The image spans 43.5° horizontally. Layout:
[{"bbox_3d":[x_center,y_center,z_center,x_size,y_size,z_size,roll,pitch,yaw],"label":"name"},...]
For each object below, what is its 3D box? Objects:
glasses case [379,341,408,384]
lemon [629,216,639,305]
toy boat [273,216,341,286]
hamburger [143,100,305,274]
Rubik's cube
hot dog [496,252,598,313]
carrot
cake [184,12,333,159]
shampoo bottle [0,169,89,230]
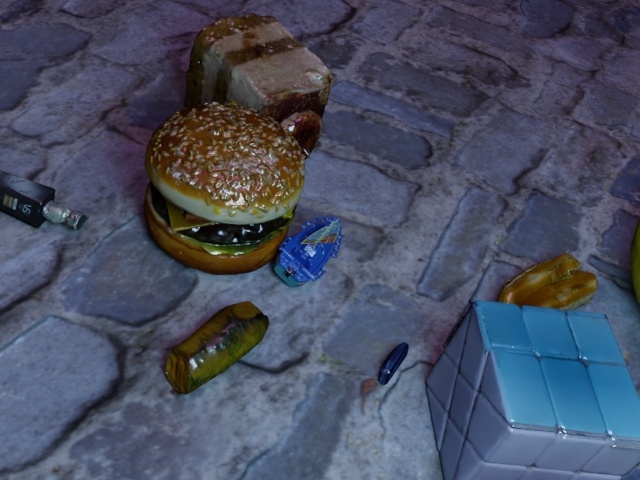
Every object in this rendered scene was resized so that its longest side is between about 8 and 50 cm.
[{"bbox_3d":[0.117,0.195,1.292,0.023,0.033,0.083,23,43,19],"label":"glasses case"},{"bbox_3d":[0.735,0.076,1.408,0.364,0.364,0.364,10,45,-10],"label":"lemon"},{"bbox_3d":[0.000,0.000,1.382,0.091,0.110,0.175,44,42,-1],"label":"toy boat"},{"bbox_3d":[-0.158,-0.097,1.345,0.291,0.225,0.291,10,42,-9],"label":"hamburger"},{"bbox_3d":[0.304,0.246,1.173,0.225,0.221,0.231,7,46,-14],"label":"Rubik's cube"},{"bbox_3d":[0.408,0.095,1.463,0.269,0.072,0.109,-19,54,-34],"label":"hot dog"},{"bbox_3d":[-0.155,0.155,1.202,0.082,0.082,0.173,41,48,20],"label":"carrot"},{"bbox_3d":[-0.108,-0.278,1.560,0.196,0.198,0.293,-23,60,-38],"label":"cake"},{"bbox_3d":[-0.487,-0.069,1.321,0.208,0.057,0.063,23,37,1],"label":"shampoo bottle"}]
